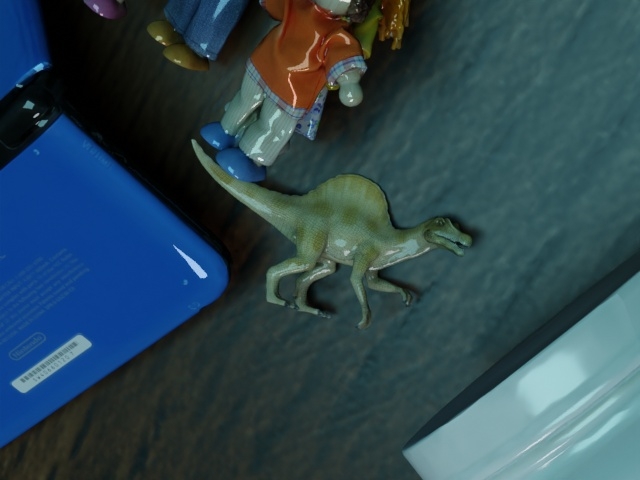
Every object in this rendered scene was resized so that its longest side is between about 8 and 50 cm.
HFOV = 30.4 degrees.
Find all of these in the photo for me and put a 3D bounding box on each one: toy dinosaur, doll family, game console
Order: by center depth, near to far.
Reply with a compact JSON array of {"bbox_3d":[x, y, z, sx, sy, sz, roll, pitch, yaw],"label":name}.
[{"bbox_3d":[-0.031,-0.162,0.701,0.263,0.118,0.163,48,116,27],"label":"doll family"},{"bbox_3d":[0.000,0.000,0.735,0.183,0.053,0.092,16,86,10],"label":"toy dinosaur"},{"bbox_3d":[-0.228,-0.027,0.801,0.293,0.173,0.250,-34,116,27],"label":"game console"}]

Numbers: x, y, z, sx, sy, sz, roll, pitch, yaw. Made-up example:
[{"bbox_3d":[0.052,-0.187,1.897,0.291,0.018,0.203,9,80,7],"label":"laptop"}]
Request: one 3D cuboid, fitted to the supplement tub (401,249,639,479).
[{"bbox_3d":[0.212,0.166,0.577,0.228,0.228,0.316,-41,82,19],"label":"supplement tub"}]
